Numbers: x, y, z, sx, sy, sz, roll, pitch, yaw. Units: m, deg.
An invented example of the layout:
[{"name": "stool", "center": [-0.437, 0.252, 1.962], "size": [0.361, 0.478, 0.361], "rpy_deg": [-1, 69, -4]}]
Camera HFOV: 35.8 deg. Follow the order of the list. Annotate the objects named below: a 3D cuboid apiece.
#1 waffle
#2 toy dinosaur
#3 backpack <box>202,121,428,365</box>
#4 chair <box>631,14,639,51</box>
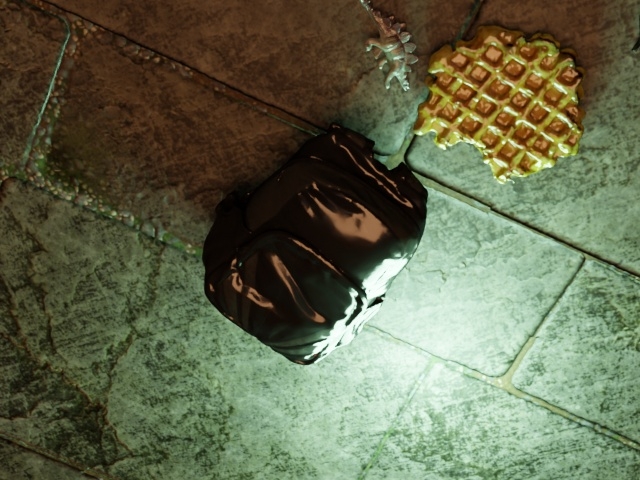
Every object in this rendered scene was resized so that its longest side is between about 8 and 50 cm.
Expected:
[{"name": "waffle", "center": [0.324, -0.237, 1.753], "size": [0.300, 0.058, 0.282], "rpy_deg": [10, 116, 3]}, {"name": "toy dinosaur", "center": [0.117, -0.350, 1.725], "size": [0.082, 0.039, 0.209], "rpy_deg": [-25, 122, 15]}, {"name": "backpack", "center": [0.000, 0.000, 1.808], "size": [0.363, 0.255, 0.445], "rpy_deg": [37, 129, -11]}, {"name": "chair", "center": [0.605, -0.374, 1.590], "size": [0.149, 0.174, 0.213], "rpy_deg": [-1, 128, 3]}]
